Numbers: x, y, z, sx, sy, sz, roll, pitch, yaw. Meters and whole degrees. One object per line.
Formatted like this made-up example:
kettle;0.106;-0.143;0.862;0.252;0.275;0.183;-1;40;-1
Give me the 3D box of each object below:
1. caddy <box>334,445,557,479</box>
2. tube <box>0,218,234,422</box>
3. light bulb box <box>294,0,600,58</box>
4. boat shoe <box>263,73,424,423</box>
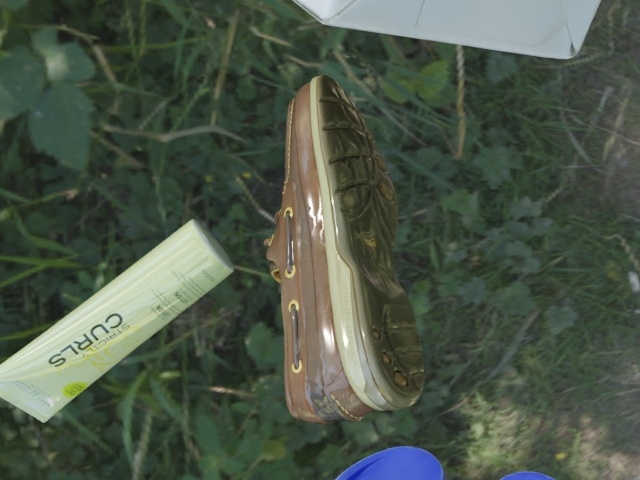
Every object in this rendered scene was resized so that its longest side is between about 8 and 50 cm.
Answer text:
caddy;0.087;0.325;0.859;0.241;0.341;0.179;7;119;22
tube;-0.188;0.077;0.970;0.240;0.062;0.070;-37;96;4
light bulb box;0.054;-0.363;0.739;0.361;0.225;0.358;47;125;45
boat shoe;0.000;0.000;0.499;0.060;0.064;0.178;-23;56;25
